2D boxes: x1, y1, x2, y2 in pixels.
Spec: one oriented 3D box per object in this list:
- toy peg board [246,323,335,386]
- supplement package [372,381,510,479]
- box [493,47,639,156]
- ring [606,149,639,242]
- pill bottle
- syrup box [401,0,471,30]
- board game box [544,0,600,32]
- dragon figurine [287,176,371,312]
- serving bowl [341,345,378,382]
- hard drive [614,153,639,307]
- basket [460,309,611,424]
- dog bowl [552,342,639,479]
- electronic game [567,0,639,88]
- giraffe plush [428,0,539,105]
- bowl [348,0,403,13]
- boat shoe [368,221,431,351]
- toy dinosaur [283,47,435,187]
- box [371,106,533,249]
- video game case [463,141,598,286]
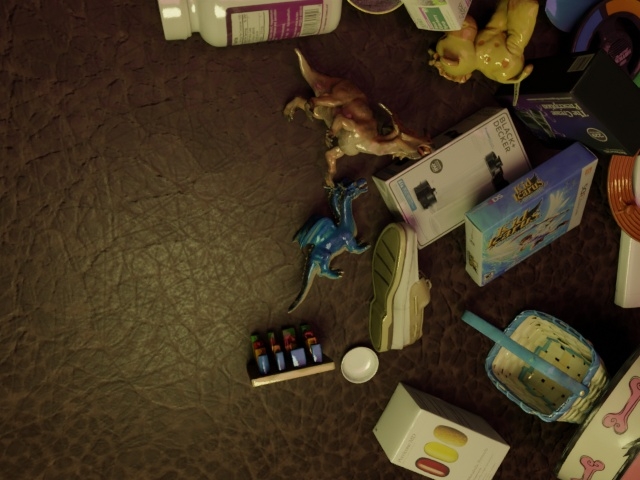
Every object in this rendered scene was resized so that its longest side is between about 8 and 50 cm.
[{"bbox_3d":[-0.070,0.223,1.202,0.161,0.160,0.079,-11,89,-11],"label":"toy peg board"},{"bbox_3d":[0.264,0.440,1.334,0.244,0.134,0.139,26,95,-17],"label":"supplement package"},{"bbox_3d":[0.485,-0.261,1.156,0.184,0.261,0.103,34,92,-17],"label":"box"},{"bbox_3d":[0.788,-0.146,1.327,0.336,0.032,0.337,-3,103,-11],"label":"ring"},{"bbox_3d":[-0.126,-0.425,1.026,0.301,0.169,0.169,-10,105,-11],"label":"pill bottle"},{"bbox_3d":[0.238,-0.509,1.087,0.093,0.096,0.237,32,77,-54],"label":"syrup box"},{"bbox_3d":[0.513,-0.512,1.222,0.133,0.033,0.169,1,106,-18],"label":"board game box"},{"bbox_3d":[0.000,0.000,1.195,0.289,0.085,0.144,-44,106,-5],"label":"dragon figurine"},{"bbox_3d":[0.083,0.266,1.307,0.083,0.027,0.083,-3,103,-12],"label":"serving bowl"},{"bbox_3d":[0.812,-0.026,1.401,0.232,0.047,0.353,-4,104,-12],"label":"hard drive"},{"bbox_3d":[0.458,0.254,1.282,0.289,0.255,0.201,26,97,-36],"label":"basket"},{"bbox_3d":[0.684,0.391,1.296,0.408,0.150,0.408,-33,142,-31],"label":"dog bowl"},{"bbox_3d":[0.611,-0.391,1.253,0.229,0.048,0.229,-7,112,-18],"label":"electronic game"},{"bbox_3d":[0.298,-0.368,1.146,0.170,0.181,0.210,4,85,-2],"label":"giraffe plush"},{"bbox_3d":[0.085,-0.500,1.100,0.170,0.080,0.170,-5,103,-20],"label":"bowl"},{"bbox_3d":[0.168,0.093,1.233,0.103,0.113,0.302,-6,124,-16],"label":"boat shoe"},{"bbox_3d":[0.061,-0.241,1.142,0.200,0.127,0.296,-34,89,-20],"label":"toy dinosaur"},{"bbox_3d":[0.273,-0.131,1.229,0.289,0.087,0.169,-30,108,-5],"label":"box"},{"bbox_3d":[0.421,-0.043,1.224,0.269,0.061,0.244,-32,148,-4],"label":"video game case"}]
